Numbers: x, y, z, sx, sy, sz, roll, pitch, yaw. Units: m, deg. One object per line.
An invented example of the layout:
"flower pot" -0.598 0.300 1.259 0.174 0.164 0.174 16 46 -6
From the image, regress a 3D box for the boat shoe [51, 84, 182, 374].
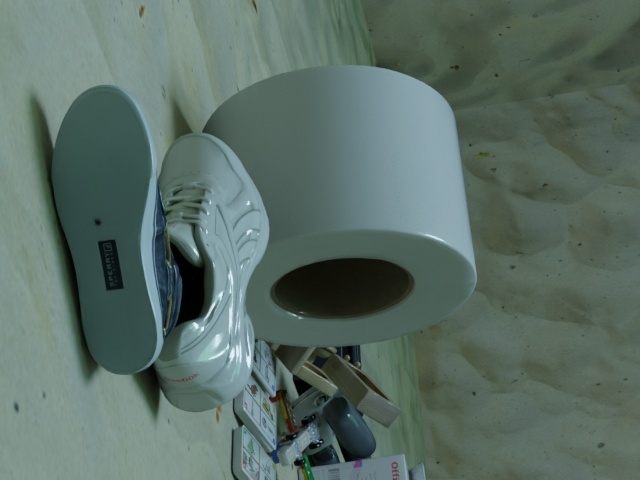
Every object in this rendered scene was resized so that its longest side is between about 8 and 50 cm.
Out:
"boat shoe" -0.129 -0.011 0.896 0.083 0.065 0.183 -67 155 -78

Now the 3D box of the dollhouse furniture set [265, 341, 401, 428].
"dollhouse furniture set" 0.038 0.101 1.483 0.151 0.123 0.144 34 3 -25

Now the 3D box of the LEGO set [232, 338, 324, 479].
"LEGO set" -0.045 0.219 1.391 0.244 0.060 0.182 58 22 -43

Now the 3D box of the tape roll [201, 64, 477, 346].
"tape roll" 0.014 -0.026 1.281 0.246 0.246 0.169 68 16 -61

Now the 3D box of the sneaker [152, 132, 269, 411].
"sneaker" -0.094 0.003 1.040 0.115 0.090 0.232 64 18 -56

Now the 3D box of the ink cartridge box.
"ink cartridge box" 0.055 0.310 1.595 0.090 0.143 0.092 70 14 -57

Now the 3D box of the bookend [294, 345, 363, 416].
"bookend" 0.001 0.111 1.685 0.157 0.072 0.156 73 12 -47

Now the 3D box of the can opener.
"can opener" 0.031 0.268 1.663 0.095 0.076 0.283 54 -12 41
